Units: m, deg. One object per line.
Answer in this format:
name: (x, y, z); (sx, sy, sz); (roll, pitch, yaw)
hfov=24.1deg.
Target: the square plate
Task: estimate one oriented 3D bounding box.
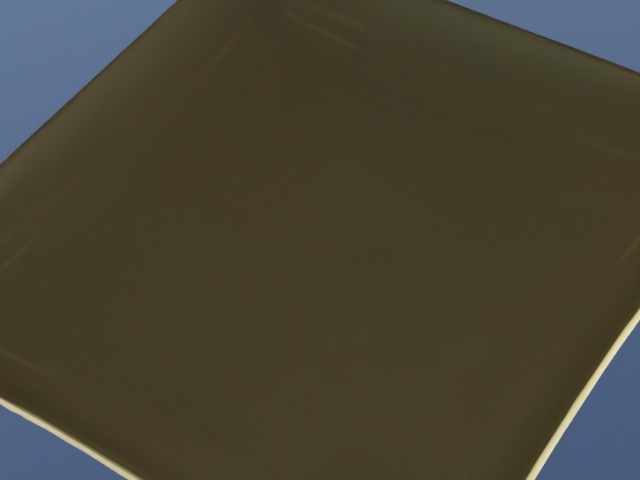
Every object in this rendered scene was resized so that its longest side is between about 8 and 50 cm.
square plate: (0.000, 0.000, 0.773); (0.344, 0.049, 0.347); (26, -122, 26)
